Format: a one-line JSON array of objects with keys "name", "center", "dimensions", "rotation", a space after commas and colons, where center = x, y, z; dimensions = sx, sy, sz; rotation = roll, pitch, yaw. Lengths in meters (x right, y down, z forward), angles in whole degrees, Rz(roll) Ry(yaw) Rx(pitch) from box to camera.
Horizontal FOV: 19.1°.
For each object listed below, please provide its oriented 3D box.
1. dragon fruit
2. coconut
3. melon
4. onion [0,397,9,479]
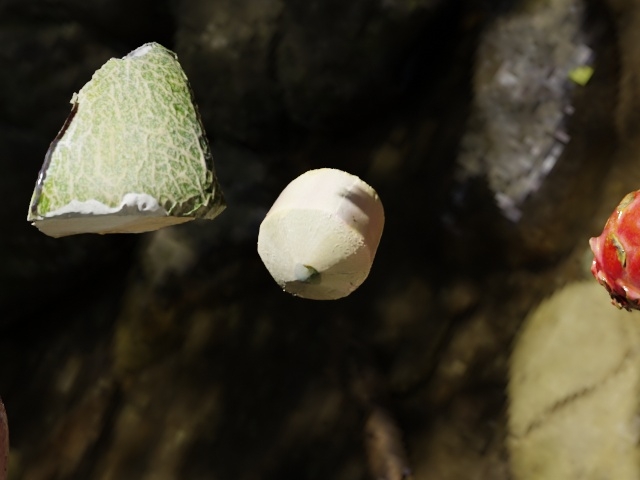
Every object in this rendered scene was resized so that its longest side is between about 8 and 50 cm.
[{"name": "dragon fruit", "center": [0.335, 0.002, 1.835], "dimensions": [0.166, 0.136, 0.133], "rotation": [131, 151, -53]}, {"name": "coconut", "center": [0.000, 0.000, 1.888], "dimensions": [0.116, 0.116, 0.122], "rotation": [-42, 12, 36]}, {"name": "melon", "center": [-0.135, -0.056, 1.465], "dimensions": [0.202, 0.139, 0.093], "rotation": [-59, -4, -31]}, {"name": "onion", "center": [-0.480, 0.185, 1.834], "dimensions": [0.358, 0.358, 0.345], "rotation": [-43, 34, 34]}]
